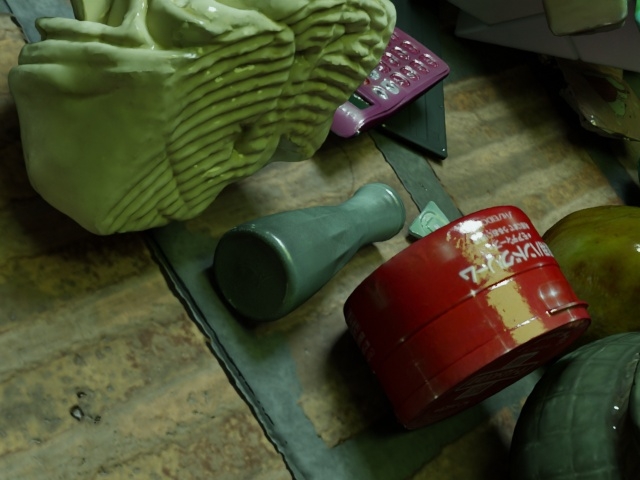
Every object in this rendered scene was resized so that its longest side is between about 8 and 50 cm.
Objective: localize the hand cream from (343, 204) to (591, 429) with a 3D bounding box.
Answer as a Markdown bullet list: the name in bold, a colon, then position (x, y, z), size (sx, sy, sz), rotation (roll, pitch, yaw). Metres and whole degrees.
- **hand cream**: position (0.125, 0.067, 1.193), size (0.193, 0.193, 0.125), rotation (-15, 68, -46)

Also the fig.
- **fig**: position (0.343, 0.044, 1.348), size (0.190, 0.290, 0.190), rotation (9, 78, -47)

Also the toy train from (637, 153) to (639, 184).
- **toy train**: position (0.471, -0.071, 1.659), size (0.307, 0.126, 0.189), rotation (-37, 132, -49)

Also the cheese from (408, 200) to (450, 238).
- **cheese**: position (0.142, 0.015, 1.370), size (0.120, 0.026, 0.067), rotation (45, 41, -3)

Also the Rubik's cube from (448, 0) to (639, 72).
- **Rubik's cube**: position (0.304, -0.397, 1.536), size (0.387, 0.368, 0.358), rotation (54, 39, -39)

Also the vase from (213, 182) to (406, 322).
- **vase**: position (0.000, 0.000, 1.225), size (0.086, 0.086, 0.214), rotation (54, 37, 7)

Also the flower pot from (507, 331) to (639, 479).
- **flower pot**: position (0.325, 0.206, 1.214), size (0.302, 0.213, 0.302), rotation (15, 63, -30)

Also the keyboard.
- **keyboard**: position (0.099, -0.168, 1.473), size (0.103, 0.041, 0.381), rotation (23, 41, -25)

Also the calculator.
- **calculator**: position (0.037, -0.167, 1.386), size (0.126, 0.034, 0.190), rotation (36, 43, 19)

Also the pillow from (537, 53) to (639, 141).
- **pillow**: position (0.319, -0.215, 1.682), size (0.135, 0.049, 0.248), rotation (7, 51, -38)

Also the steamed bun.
- **steamed bun**: position (-0.117, -0.154, 1.119), size (0.203, 0.289, 0.276), rotation (46, 11, 25)
